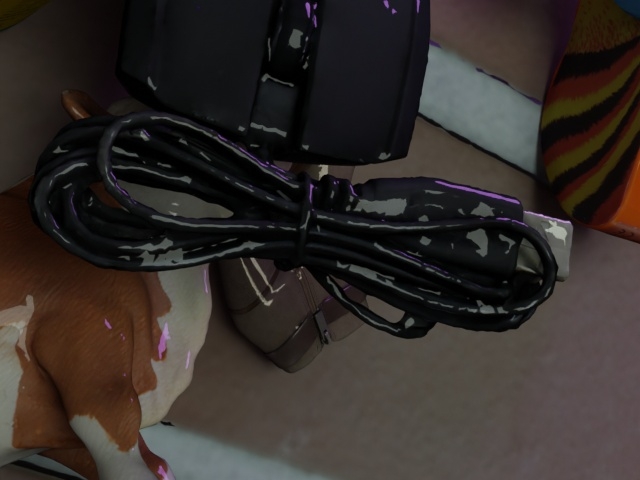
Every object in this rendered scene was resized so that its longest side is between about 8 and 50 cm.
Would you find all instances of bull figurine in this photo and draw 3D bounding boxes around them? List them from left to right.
[{"bbox_3d":[-0.127,0.051,0.440,0.310,0.101,0.188,-22,54,-23],"label":"bull figurine"}]

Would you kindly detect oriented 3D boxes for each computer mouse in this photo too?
[{"bbox_3d":[-0.005,-0.095,0.488,0.188,0.072,0.272,11,46,-18],"label":"computer mouse"}]

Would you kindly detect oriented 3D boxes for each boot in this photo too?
[{"bbox_3d":[0.000,0.000,0.583,0.118,0.042,0.087,-38,112,-27],"label":"boot"}]

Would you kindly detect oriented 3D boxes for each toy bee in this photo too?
[{"bbox_3d":[0.194,-0.151,0.667,0.298,0.162,0.195,-49,122,1],"label":"toy bee"}]

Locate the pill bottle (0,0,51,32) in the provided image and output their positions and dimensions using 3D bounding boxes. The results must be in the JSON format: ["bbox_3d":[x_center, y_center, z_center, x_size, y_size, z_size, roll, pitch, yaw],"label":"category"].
[{"bbox_3d":[-0.106,-0.142,0.425,0.118,0.208,0.117,3,85,-32],"label":"pill bottle"}]
